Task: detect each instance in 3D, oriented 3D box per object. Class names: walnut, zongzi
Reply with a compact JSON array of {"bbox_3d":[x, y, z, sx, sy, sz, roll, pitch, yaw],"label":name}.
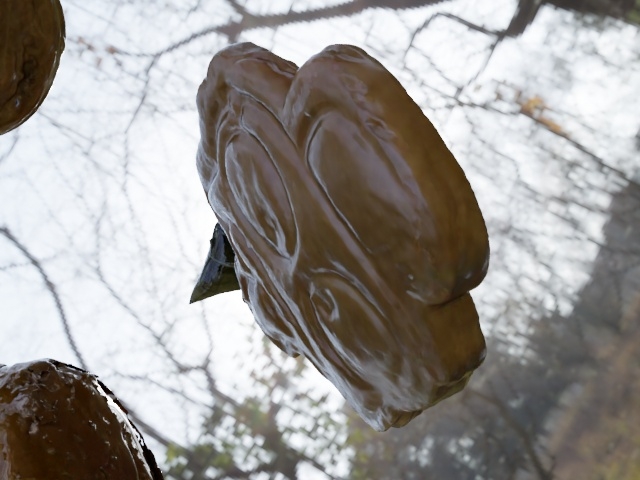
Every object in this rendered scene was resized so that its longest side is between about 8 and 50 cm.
[{"bbox_3d":[-0.311,-0.174,1.122,0.155,0.155,0.184,-16,-50,-65],"label":"walnut"},{"bbox_3d":[-0.065,0.037,1.193,0.052,0.104,0.113,-60,-5,-61],"label":"zongzi"}]

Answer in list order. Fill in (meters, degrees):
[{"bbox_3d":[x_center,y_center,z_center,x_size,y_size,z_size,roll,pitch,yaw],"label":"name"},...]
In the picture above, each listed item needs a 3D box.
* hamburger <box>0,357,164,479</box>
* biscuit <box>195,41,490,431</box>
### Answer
[{"bbox_3d":[-0.254,0.221,1.010,0.211,0.260,0.245,-29,-43,6],"label":"hamburger"},{"bbox_3d":[-0.004,0.002,0.828,0.051,0.269,0.376,-31,-10,-22],"label":"biscuit"}]
